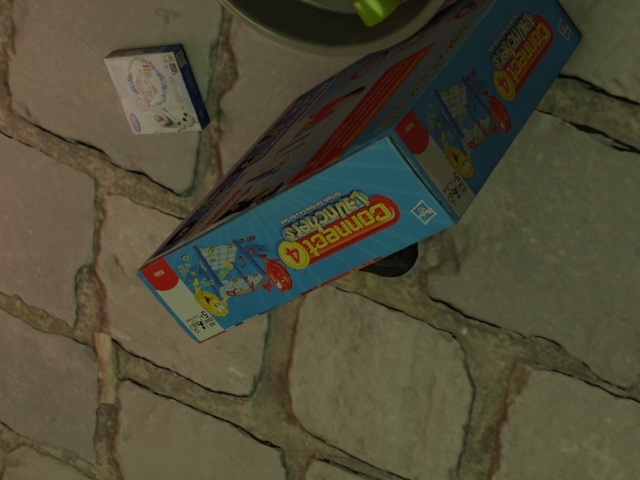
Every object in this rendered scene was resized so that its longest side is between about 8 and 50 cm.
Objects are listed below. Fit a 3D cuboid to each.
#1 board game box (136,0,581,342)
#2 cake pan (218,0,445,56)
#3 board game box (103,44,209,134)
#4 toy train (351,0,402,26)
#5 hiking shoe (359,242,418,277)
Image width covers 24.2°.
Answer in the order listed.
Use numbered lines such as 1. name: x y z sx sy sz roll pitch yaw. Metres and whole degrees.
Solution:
1. board game box: 0.036 -0.075 1.260 0.302 0.308 0.086 -26 108 41
2. cake pan: -0.002 -0.302 1.291 0.293 0.054 0.293 16 129 21
3. board game box: -0.167 -0.153 1.521 0.090 0.020 0.090 -1 122 31
4. toy train: 0.012 -0.235 1.236 0.248 0.105 0.143 -22 123 39
5. hiking shoe: 0.000 0.000 1.504 0.227 0.086 0.114 18 143 26
